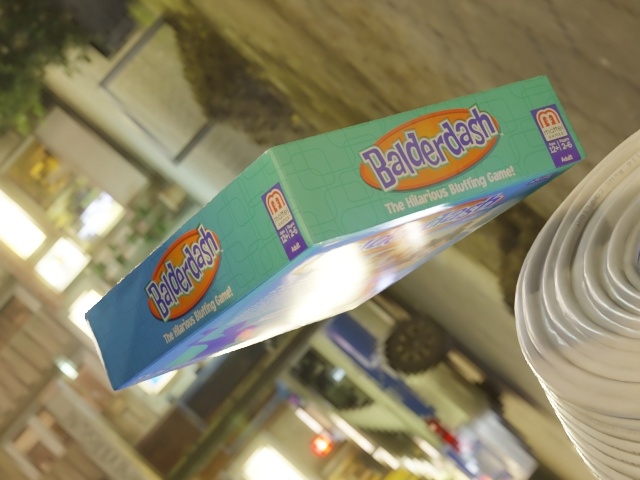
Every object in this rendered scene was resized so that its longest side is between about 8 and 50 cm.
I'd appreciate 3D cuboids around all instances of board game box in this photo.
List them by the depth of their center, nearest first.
[{"bbox_3d":[0.000,0.000,0.730,0.210,0.160,0.047,-36,75,53],"label":"board game box"}]

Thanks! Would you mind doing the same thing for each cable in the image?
[{"bbox_3d":[0.222,0.016,0.782,0.257,0.257,0.089,-17,124,32],"label":"cable"}]
